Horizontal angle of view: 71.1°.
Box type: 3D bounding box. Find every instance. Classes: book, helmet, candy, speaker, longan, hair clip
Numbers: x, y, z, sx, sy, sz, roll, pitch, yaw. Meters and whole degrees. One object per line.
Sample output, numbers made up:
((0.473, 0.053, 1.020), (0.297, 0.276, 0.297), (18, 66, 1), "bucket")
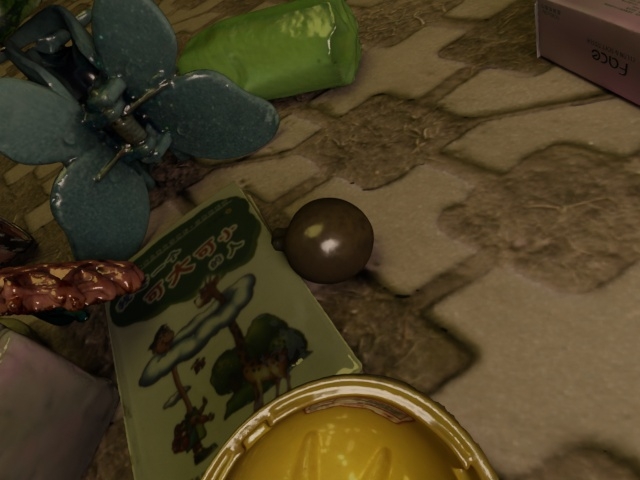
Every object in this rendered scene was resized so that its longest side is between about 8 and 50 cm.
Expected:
((-0.139, 0.098, 0.546), (0.260, 0.043, 0.371), (-37, 46, -1), "book")
((0.008, 0.225, 0.299), (0.206, 0.140, 0.256), (13, 67, -1), "helmet")
((-0.343, 0.203, 0.476), (0.137, 0.195, 0.184), (4, 52, 25), "candy")
((-0.385, 0.099, 0.655), (0.060, 0.075, 0.094), (-45, 56, -10), "speaker")
((0.000, 0.000, 0.505), (0.120, 0.106, 0.106), (2, 54, 10), "longan")
((-0.096, -0.324, 0.794), (0.344, 0.142, 0.131), (-2, 67, 28), "candy")
((-0.325, -0.197, 0.701), (0.392, 0.318, 0.238), (-44, 44, -7), "hair clip")

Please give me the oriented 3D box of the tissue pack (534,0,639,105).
((0.379, -0.239, 0.500), (0.149, 0.092, 0.246), (-30, 46, 3), "tissue pack")

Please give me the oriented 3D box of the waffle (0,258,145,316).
((-0.338, 0.053, 0.537), (0.221, 0.235, 0.055), (0, 93, 48), "waffle")

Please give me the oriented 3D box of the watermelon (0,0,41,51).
((-0.450, -0.306, 0.557), (0.204, 0.127, 0.231), (-11, 53, 19), "watermelon")

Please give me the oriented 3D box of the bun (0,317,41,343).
((-0.501, 0.185, 0.611), (0.223, 0.127, 0.222), (-17, 47, 19), "bun")

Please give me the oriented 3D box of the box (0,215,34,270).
((-0.638, 0.013, 0.814), (0.151, 0.151, 0.135), (26, 77, 40), "box")
